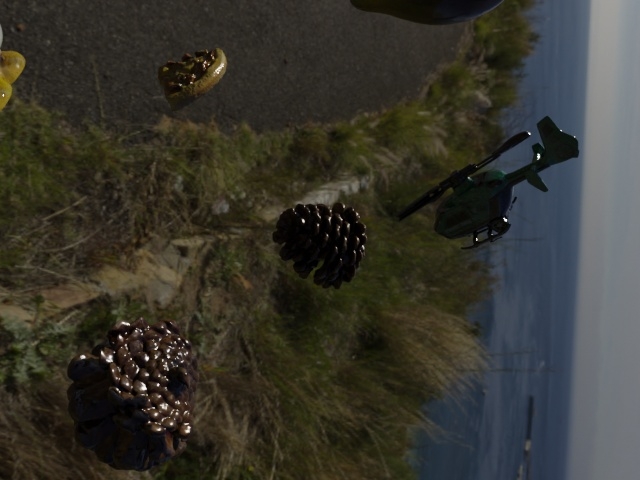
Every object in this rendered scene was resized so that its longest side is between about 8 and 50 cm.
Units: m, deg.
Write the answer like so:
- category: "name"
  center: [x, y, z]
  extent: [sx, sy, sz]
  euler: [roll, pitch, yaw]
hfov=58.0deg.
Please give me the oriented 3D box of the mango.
- category: "mango"
  center: [0.181, -0.425, 0.970]
  extent: [0.111, 0.267, 0.133]
  euler: [69, 26, -71]

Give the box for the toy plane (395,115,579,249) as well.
- category: "toy plane"
  center: [0.331, -0.096, 1.128]
  extent: [0.155, 0.381, 0.106]
  euler: [43, 48, -16]

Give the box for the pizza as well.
- category: "pizza"
  center: [-0.253, -0.307, 1.081]
  extent: [0.046, 0.134, 0.175]
  euler: [72, 29, -43]

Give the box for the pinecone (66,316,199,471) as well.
- category: "pinecone"
  center: [-0.226, 0.191, 0.711]
  extent: [0.195, 0.149, 0.179]
  euler: [104, -19, -49]

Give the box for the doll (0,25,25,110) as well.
- category: "doll"
  center: [-0.314, -0.200, 0.331]
  extent: [0.314, 0.141, 0.177]
  euler: [52, 18, -43]

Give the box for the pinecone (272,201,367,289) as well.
- category: "pinecone"
  center: [0.003, -0.002, 0.635]
  extent: [0.109, 0.102, 0.102]
  euler: [37, 59, -49]
